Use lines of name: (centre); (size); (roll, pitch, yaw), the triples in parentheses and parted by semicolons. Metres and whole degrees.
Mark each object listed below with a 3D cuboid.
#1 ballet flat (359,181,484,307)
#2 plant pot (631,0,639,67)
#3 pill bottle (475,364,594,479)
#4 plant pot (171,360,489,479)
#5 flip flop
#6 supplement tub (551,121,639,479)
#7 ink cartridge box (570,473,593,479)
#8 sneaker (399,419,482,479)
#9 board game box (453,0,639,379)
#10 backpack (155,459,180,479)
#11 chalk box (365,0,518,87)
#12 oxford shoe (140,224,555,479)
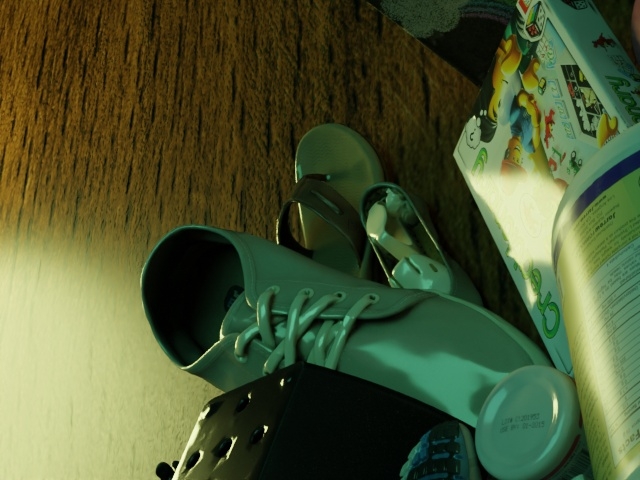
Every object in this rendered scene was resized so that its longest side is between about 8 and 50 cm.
ballet flat: (0.080, 0.024, 1.549); (0.072, 0.068, 0.213); (-46, 37, 18)
plant pot: (0.323, -0.150, 1.287); (0.201, 0.201, 0.180); (-59, 19, 1)
pill bottle: (0.190, 0.154, 1.236); (0.087, 0.160, 0.087); (-31, 44, 34)
plant pot: (-0.011, 0.197, 1.305); (0.188, 0.167, 0.187); (-27, 31, 46)
flip flop: (0.000, 0.000, 1.655); (0.112, 0.080, 0.277); (-26, 47, 39)
supplement tub: (0.282, 0.097, 1.094); (0.241, 0.241, 0.331); (-35, 42, 31)
ink cartridge box: (0.202, 0.278, 1.134); (0.093, 0.154, 0.212); (-38, 40, 25)
sneaker: (0.101, 0.219, 1.216); (0.071, 0.083, 0.191); (-30, 53, 49)
board game box: (0.201, -0.053, 1.406); (0.305, 0.053, 0.193); (-110, 33, -49)
backpack: (-0.083, 0.288, 1.497); (0.115, 0.152, 0.182); (10, 85, 63)
chalk box: (0.175, -0.318, 1.589); (0.289, 0.180, 0.179); (-40, 40, 24)
oxford shoe: (0.006, 0.093, 1.473); (0.449, 0.130, 0.169); (22, 90, 41)
